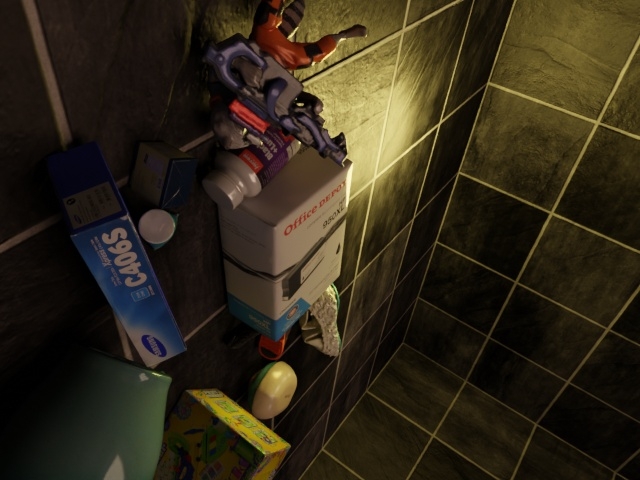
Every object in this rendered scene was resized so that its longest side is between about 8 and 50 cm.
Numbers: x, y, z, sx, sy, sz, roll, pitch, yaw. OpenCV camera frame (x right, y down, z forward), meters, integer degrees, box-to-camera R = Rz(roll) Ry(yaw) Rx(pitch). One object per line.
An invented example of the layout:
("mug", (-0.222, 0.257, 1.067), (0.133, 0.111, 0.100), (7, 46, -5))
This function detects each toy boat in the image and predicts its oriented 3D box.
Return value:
("toy boat", (-0.202, 0.531, 1.664), (0.318, 0.148, 0.267), (-64, 164, -13))

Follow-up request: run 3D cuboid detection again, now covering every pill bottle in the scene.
("pill bottle", (-0.136, -0.153, 1.004), (0.193, 0.108, 0.108), (-51, 156, -23))

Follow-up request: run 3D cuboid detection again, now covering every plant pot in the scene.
("plant pot", (-0.382, 0.320, 0.871), (0.272, 0.271, 0.255), (61, 47, -64))

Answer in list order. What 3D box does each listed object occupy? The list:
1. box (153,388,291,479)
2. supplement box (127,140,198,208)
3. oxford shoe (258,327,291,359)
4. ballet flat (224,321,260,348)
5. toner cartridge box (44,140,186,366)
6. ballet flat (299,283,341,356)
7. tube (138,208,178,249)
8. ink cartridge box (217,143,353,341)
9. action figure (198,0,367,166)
("box", (-0.284, 0.584, 1.340), (0.290, 0.279, 0.177), (-59, 157, -2))
("supplement box", (-0.255, -0.108, 0.836), (0.056, 0.083, 0.083), (-17, 132, -59))
("oxford shoe", (-0.120, 0.223, 1.537), (0.098, 0.096, 0.271), (-62, 174, -59))
("ballet flat", (-0.181, 0.232, 1.361), (0.173, 0.058, 0.049), (-32, 147, 23))
("toner cartridge box", (-0.300, 0.038, 0.794), (0.075, 0.165, 0.348), (-23, 143, -17))
("ballet flat", (-0.011, 0.286, 1.808), (0.147, 0.147, 0.409), (-46, 151, -31))
("tube", (-0.269, -0.019, 0.878), (0.080, 0.052, 0.207), (-53, -170, -9))
("ink cartridge box", (-0.079, 0.000, 1.229), (0.285, 0.166, 0.395), (-44, 152, -36))
("action figure", (-0.065, -0.284, 0.926), (0.330, 0.178, 0.341), (-53, 132, -6))
